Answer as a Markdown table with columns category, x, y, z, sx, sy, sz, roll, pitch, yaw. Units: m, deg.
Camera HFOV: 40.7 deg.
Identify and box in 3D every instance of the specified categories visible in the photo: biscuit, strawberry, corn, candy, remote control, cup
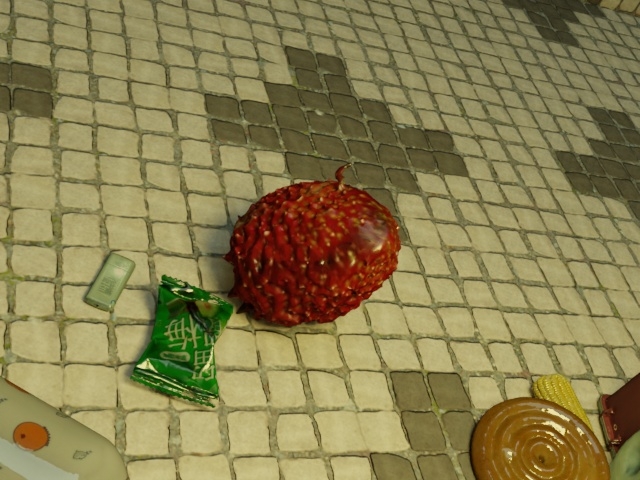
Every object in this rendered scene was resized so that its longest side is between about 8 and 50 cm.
| category | x | y | z | sx | sy | sz | roll | pitch | yaw |
| --- | --- | --- | --- | --- | --- | --- | --- | --- | --- |
| biscuit | 0.394 | 0.393 | 1.538 | 0.262 | 0.037 | 0.262 | 6 | 50 | -7 |
| strawberry | -0.001 | -0.002 | 1.529 | 0.292 | 0.343 | 0.292 | 22 | 50 | -30 |
| corn | 0.472 | 0.335 | 1.662 | 0.085 | 0.063 | 0.165 | 10 | 44 | -41 |
| candy | -0.221 | 0.169 | 1.436 | 0.141 | 0.078 | 0.203 | 12 | 55 | -2 |
| remote control | -0.363 | 0.071 | 1.496 | 0.053 | 0.018 | 0.124 | 22 | 41 | -6 |
| cup | -0.421 | 0.291 | 1.099 | 0.317 | 0.212 | 0.212 | 30 | 41 | 0 |

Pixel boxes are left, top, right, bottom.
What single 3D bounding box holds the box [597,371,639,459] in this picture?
| category | x | y | z | sx | sy | sz | roll | pitch | yaw |
| --- | --- | --- | --- | --- | --- | --- | --- | --- | --- |
| box | 0.716 | 0.364 | 1.690 | 0.294 | 0.167 | 0.193 | 15 | 41 | -16 |

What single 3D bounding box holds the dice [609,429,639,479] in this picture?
| category | x | y | z | sx | sy | sz | roll | pitch | yaw |
| --- | --- | --- | --- | --- | --- | --- | --- | --- | --- |
| dice | 0.647 | 0.474 | 1.466 | 0.268 | 0.265 | 0.262 | 26 | 41 | -2 |
